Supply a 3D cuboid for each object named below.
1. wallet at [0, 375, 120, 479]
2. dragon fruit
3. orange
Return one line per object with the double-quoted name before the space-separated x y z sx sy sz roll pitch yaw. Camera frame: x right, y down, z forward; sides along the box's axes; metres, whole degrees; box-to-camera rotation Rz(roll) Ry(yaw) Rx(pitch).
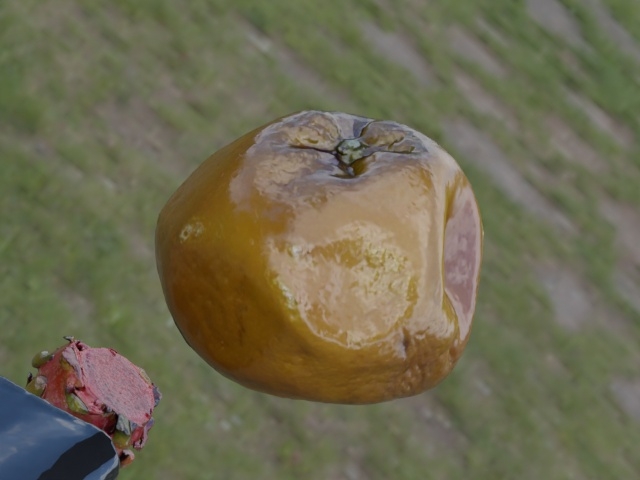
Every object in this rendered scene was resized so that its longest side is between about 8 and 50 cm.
"wallet" -0.323 0.190 1.162 0.228 0.062 0.406 23 31 18
"dragon fruit" -0.233 0.181 1.853 0.150 0.208 0.133 -6 52 -11
"orange" 0.000 0.000 1.317 0.249 0.183 0.249 9 18 -3
